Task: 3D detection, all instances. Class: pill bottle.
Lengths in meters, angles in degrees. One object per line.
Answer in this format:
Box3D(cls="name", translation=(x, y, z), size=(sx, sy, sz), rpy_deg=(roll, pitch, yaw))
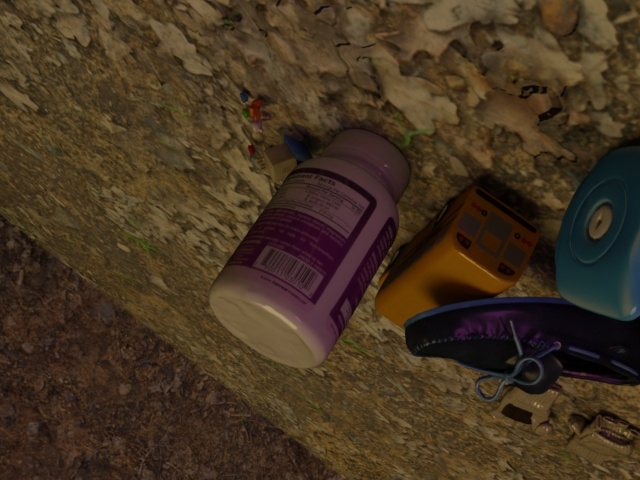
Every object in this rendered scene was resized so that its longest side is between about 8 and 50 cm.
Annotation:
Box3D(cls="pill bottle", translation=(0.000, 0.000, 0.917), size=(0.169, 0.301, 0.169), rpy_deg=(25, 151, 15))

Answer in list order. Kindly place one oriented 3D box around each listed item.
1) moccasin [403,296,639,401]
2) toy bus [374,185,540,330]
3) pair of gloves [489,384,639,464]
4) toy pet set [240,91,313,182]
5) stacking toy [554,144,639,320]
Box3D(cls="moccasin", translation=(0.277, 0.139, 0.895), size=(0.342, 0.117, 0.138), rpy_deg=(1, 160, -12))
Box3D(cls="toy bus", translation=(0.173, 0.045, 0.997), size=(0.108, 0.130, 0.333), rpy_deg=(33, 153, -2))
Box3D(cls="pair of gloves", translation=(0.446, 0.340, 1.293), size=(0.240, 0.042, 0.204), rpy_deg=(27, 152, 8))
Box3D(cls="toy pet set", translation=(-0.061, -0.148, 1.029), size=(0.114, 0.065, 0.122), rpy_deg=(58, 163, 31))
Box3D(cls="stacking toy", translation=(0.417, 0.026, 0.726), size=(0.302, 0.175, 0.166), rpy_deg=(18, -176, -9))
